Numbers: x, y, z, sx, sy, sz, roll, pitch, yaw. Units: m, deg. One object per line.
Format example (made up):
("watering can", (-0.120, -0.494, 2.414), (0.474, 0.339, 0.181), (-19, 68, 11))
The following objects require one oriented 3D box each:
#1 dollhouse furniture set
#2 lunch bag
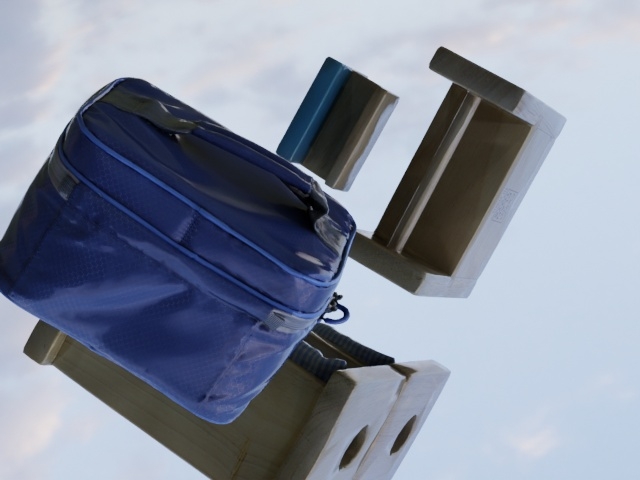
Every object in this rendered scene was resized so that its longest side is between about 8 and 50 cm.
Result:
("dollhouse furniture set", (0.000, 0.000, 0.579), (0.129, 0.184, 0.129), (32, -172, 20))
("lunch bag", (-0.036, 0.000, 0.406), (0.065, 0.098, 0.067), (-57, -175, 23))
